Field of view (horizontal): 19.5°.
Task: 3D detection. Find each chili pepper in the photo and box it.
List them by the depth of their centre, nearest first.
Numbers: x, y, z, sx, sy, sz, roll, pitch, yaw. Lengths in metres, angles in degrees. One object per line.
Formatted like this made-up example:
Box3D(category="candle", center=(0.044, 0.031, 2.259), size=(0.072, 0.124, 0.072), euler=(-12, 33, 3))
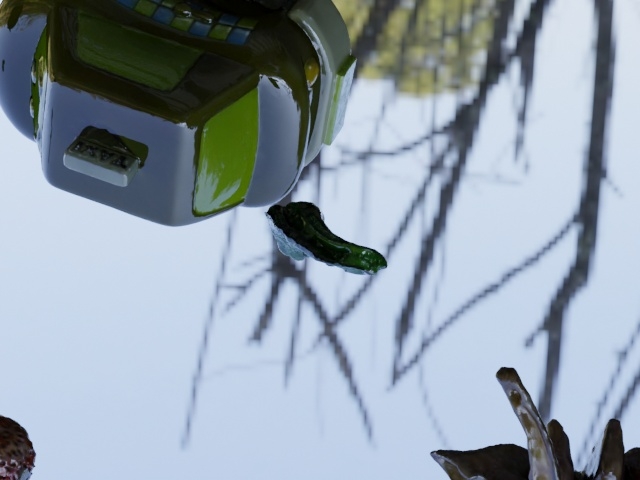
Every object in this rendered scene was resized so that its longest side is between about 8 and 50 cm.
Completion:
Box3D(category="chili pepper", center=(-0.005, -0.006, 1.084), size=(0.055, 0.035, 0.118), euler=(23, 176, -23))

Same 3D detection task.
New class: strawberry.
Box3D(category="strawberry", center=(-0.276, 0.173, 1.526), size=(0.083, 0.083, 0.096), euler=(-18, -110, -50))

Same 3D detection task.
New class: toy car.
Box3D(category="toy car", center=(-0.120, -0.105, 1.291), size=(0.248, 0.204, 0.198), euler=(21, -140, 11))

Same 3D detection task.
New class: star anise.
Box3D(category="star anise", center=(0.236, 0.264, 1.727), size=(0.292, 0.349, 0.109), euler=(5, -142, -9))
